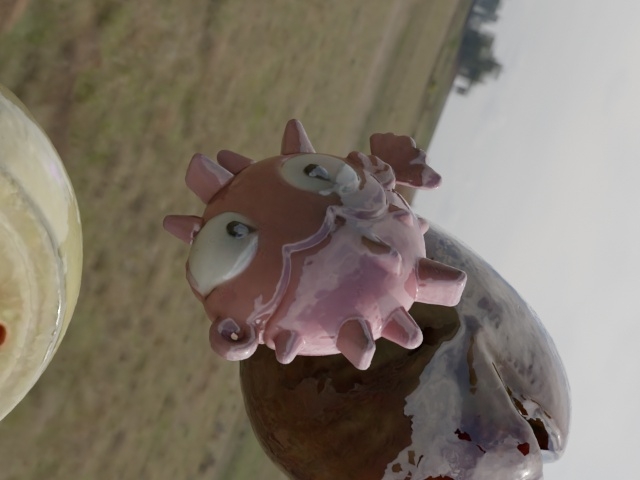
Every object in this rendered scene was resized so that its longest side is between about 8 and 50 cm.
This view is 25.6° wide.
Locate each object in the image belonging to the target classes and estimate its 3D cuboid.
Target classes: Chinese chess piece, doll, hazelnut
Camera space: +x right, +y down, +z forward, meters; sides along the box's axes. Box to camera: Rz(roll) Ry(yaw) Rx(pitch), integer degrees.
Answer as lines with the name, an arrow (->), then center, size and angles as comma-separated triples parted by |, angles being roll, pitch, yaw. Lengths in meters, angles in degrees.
Chinese chess piece -> -0.249, 0.011, 0.734 | 0.097, 0.250, 0.251 | -117, -140, -53
doll -> 0.000, 0.000, 1.002 | 0.262, 0.211, 0.093 | -39, 157, -38
hazelnut -> 0.092, 0.170, 1.753 | 0.402, 0.429, 0.402 | -36, 179, 0
